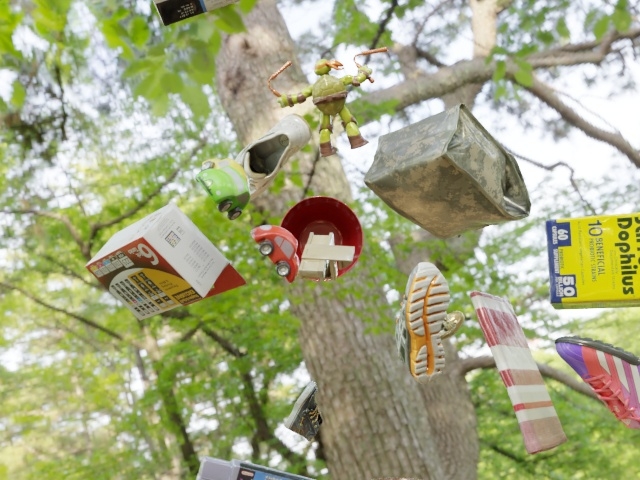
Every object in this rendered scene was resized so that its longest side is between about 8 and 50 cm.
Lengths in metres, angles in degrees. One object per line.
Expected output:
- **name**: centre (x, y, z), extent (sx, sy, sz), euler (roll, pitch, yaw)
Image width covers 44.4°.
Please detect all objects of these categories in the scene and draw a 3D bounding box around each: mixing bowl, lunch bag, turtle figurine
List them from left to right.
- **mixing bowl**: centre (0.000, 0.000, 1.698), extent (0.181, 0.181, 0.098), euler (-19, -5, -2)
- **turtle figurine**: centre (0.037, -0.300, 1.679), extent (0.269, 0.217, 0.087), euler (-17, 11, -1)
- **lunch bag**: centre (0.282, -0.124, 1.678), extent (0.287, 0.169, 0.235), euler (40, -36, -28)

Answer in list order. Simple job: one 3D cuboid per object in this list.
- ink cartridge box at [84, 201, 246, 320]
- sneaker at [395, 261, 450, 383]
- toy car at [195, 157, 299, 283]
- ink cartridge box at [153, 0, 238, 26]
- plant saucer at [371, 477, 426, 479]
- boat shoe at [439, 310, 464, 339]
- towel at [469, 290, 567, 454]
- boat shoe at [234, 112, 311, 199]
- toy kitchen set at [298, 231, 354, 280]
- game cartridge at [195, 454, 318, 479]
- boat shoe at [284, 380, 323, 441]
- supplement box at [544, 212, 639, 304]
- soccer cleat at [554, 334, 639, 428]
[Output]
- **ink cartridge box**: centre (-0.377, 0.082, 1.911), extent (0.309, 0.272, 0.130), euler (-22, 27, 47)
- **sneaker**: centre (0.164, 0.137, 1.346), extent (0.084, 0.215, 0.083), euler (-7, 19, -27)
- **toy car**: centre (-0.111, -0.056, 1.115), extent (0.053, 0.239, 0.225), euler (-38, -16, 1)
- **ink cartridge box**: centre (-0.239, -0.512, 1.483), extent (0.165, 0.332, 0.065), euler (-19, -52, 0)
- **plant saucer**: centre (0.199, 0.592, 1.867), extent (0.168, 0.029, 0.168), euler (2, -9, 0)
- **boat shoe**: centre (0.326, 0.242, 2.142), extent (0.153, 0.056, 0.048), euler (-32, -29, 1)
- **towel**: centre (0.401, 0.268, 1.604), extent (0.037, 0.329, 0.237), euler (-27, -21, 23)
- **boat shoe**: centre (-0.135, -0.164, 1.671), extent (0.277, 0.098, 0.096), euler (-43, 2, 38)
- **toy kitchen set**: centre (0.015, 0.042, 1.082), extent (0.068, 0.083, 0.075), euler (2, -52, 12)
- **game cartridge**: centre (-0.091, 0.571, 1.542), extent (0.355, 0.230, 0.068), euler (17, -2, -12)
- **boat shoe**: centre (-0.025, 0.434, 1.992), extent (0.065, 0.083, 0.183), euler (-50, -12, -49)
- **supplement box**: centre (0.702, 0.049, 1.776), extent (0.356, 0.194, 0.195), euler (-5, -11, 19)
- **soccer cleat**: centre (0.559, 0.277, 1.441), extent (0.318, 0.116, 0.108), euler (29, -13, -12)
